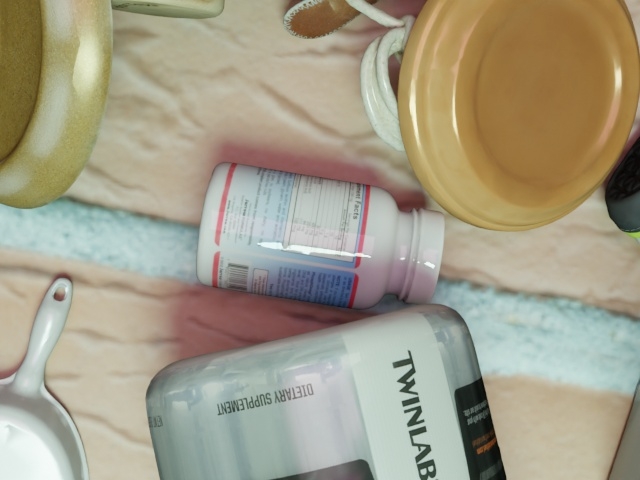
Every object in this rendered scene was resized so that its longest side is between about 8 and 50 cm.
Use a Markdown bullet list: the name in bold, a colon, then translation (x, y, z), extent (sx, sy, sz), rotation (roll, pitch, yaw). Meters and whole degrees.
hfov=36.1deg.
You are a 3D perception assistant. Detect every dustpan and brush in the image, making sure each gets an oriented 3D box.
- **dustpan and brush**: translation (-0.212, 0.128, 0.675), extent (0.147, 0.060, 0.211), rotation (20, 90, -11)

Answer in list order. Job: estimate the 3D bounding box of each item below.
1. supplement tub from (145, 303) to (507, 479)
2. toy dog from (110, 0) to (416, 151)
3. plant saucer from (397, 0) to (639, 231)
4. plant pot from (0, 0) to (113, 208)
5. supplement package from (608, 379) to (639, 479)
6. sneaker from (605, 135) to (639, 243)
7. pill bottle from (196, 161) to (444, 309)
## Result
- **supplement tub**: translation (0.025, 0.220, 0.591), extent (0.207, 0.207, 0.338), rotation (-13, 84, -3)
- **toy dog**: translation (-0.022, -0.214, 0.664), extent (0.333, 0.161, 0.220), rotation (23, 91, -30)
- **plant saucer**: translation (0.146, -0.101, 0.664), extent (0.199, 0.037, 0.200), rotation (-7, 106, -26)
- **plant pot**: translation (-0.215, -0.136, 0.627), extent (0.032, 0.236, 0.236), rotation (-11, 83, -46)
- **supplement package**: translation (0.312, 0.119, 0.566), extent (0.175, 0.293, 0.178), rotation (20, 84, 1)
- **sneaker**: translation (0.299, -0.077, 0.703), extent (0.097, 0.084, 0.235), rotation (39, 89, -12)
- **pill bottle**: translation (0.000, 0.000, 0.672), extent (0.160, 0.087, 0.087), rotation (10, 84, -1)
